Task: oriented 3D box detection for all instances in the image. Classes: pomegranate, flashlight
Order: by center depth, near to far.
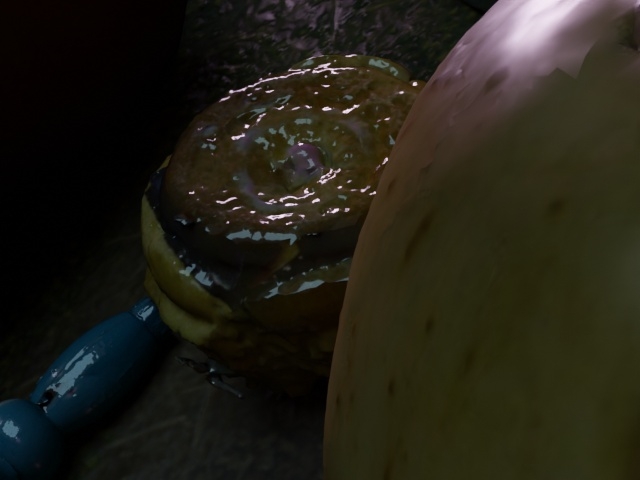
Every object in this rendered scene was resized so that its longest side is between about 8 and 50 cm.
[{"bbox_3d":[0.172,0.038,0.466,0.410,0.410,0.410,-18,44,18],"label":"pomegranate"},{"bbox_3d":[-0.132,0.084,0.894,0.129,0.051,0.051,-41,41,-17],"label":"flashlight"}]

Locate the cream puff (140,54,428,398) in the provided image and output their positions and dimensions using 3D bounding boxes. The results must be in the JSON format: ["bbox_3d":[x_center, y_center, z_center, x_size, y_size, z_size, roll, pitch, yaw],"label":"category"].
[{"bbox_3d":[0.000,0.000,0.825,0.189,0.129,0.189,-12,43,11],"label":"cream puff"}]

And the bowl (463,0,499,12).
[{"bbox_3d":[0.173,-0.284,0.968,0.307,0.163,0.307,-19,46,20],"label":"bowl"}]

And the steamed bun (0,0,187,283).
[{"bbox_3d":[-0.267,-0.106,0.963,0.235,0.248,0.379,33,72,23],"label":"steamed bun"}]
